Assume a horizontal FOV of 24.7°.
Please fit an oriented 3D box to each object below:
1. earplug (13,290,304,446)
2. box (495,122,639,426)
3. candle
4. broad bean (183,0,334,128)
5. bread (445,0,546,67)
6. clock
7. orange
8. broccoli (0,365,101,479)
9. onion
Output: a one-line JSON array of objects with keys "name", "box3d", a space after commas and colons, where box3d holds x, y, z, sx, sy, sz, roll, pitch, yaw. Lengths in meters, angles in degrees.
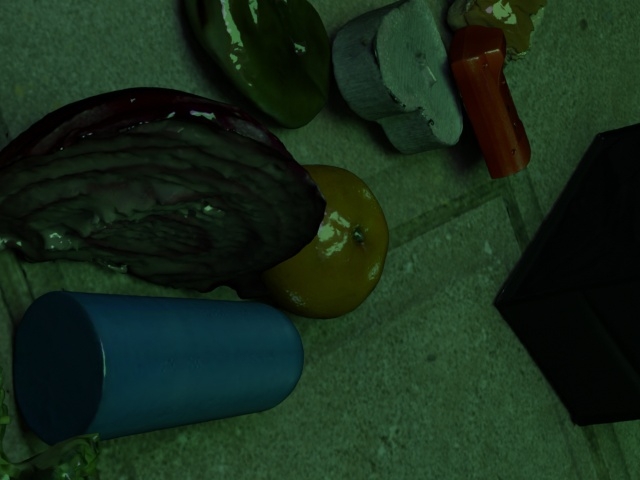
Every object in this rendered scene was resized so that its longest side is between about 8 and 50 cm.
[{"name": "earplug", "box3d": [-0.127, 0.109, 1.322, 0.273, 0.132, 0.132, 1, 81, -45]}, {"name": "box", "box3d": [0.414, 0.021, 1.732, 0.204, 0.251, 0.345, 52, 51, -21]}, {"name": "candle", "box3d": [0.087, -0.190, 1.582, 0.192, 0.068, 0.169, 38, 47, -47]}, {"name": "broad bean", "box3d": [-0.056, -0.205, 1.476, 0.207, 0.072, 0.153, 55, 52, -20]}, {"name": "bread", "box3d": [0.212, -0.276, 1.721, 0.106, 0.082, 0.125, 42, 59, -36]}, {"name": "clock", "box3d": [0.197, -0.159, 1.660, 0.113, 0.061, 0.155, -76, 148, -61]}, {"name": "orange", "box3d": [0.000, 0.000, 1.452, 0.156, 0.124, 0.156, 12, 71, -37]}, {"name": "broccoli", "box3d": [-0.311, 0.246, 1.044, 0.277, 0.317, 0.338, 65, 9, 5]}, {"name": "onion", "box3d": [-0.133, -0.066, 1.266, 0.314, 0.280, 0.146, 21, 53, -37]}]
